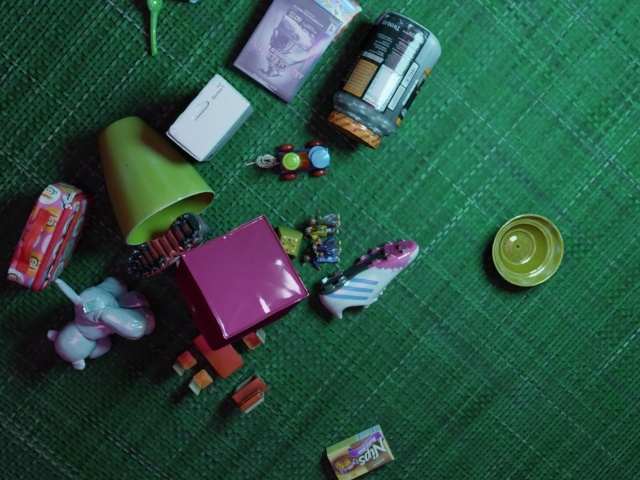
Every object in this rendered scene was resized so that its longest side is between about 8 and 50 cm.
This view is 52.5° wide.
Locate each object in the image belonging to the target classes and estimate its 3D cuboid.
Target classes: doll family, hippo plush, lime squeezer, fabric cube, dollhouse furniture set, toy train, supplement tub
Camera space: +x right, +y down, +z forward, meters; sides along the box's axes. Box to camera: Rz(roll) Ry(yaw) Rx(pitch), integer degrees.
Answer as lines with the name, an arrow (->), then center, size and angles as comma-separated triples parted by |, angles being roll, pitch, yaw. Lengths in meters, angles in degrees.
doll family -> 0.000, 0.000, 1.926 | 0.111, 0.076, 0.193 | -5, 101, -8
hippo plush -> -0.623, 0.257, 1.823 | 0.234, 0.294, 0.237 | 38, 102, 14
lime squeezer -> -0.511, -0.684, 1.819 | 0.109, 0.059, 0.310 | -27, 101, 30
fabric cube -> -0.224, 0.124, 1.770 | 0.259, 0.258, 0.254 | -26, 83, -21
dollhouse furniture set -> -0.268, 0.370, 1.921 | 0.262, 0.135, 0.259 | -37, 98, 1
toy train -> -0.093, -0.224, 1.853 | 0.247, 0.143, 0.105 | -7, 97, -3
supplement tub -> 0.171, -0.440, 1.814 | 0.207, 0.207, 0.338 | 30, 95, -7

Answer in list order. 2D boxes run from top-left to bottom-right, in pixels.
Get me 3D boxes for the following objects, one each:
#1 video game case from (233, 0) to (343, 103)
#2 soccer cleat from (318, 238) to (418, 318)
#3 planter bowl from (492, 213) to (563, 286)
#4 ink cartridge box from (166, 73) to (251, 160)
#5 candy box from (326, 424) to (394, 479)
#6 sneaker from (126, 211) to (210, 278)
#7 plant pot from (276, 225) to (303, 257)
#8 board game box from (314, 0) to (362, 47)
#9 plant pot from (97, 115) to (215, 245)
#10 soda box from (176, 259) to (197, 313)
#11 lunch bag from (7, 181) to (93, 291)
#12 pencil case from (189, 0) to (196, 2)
video game case -> -0.092, -0.558, 1.840 | 0.196, 0.026, 0.274 | 32, 102, -15
soccer cleat -> 0.154, 0.116, 1.944 | 0.331, 0.116, 0.143 | -27, 114, 2
planter bowl -> 0.611, 0.024, 1.964 | 0.217, 0.090, 0.217 | -1, 97, -5
ink cartridge box -> -0.290, -0.323, 1.759 | 0.117, 0.278, 0.201 | 41, 93, -8
candy box -> 0.124, 0.668, 2.030 | 0.186, 0.053, 0.109 | -24, 98, 0
sneaker -> -0.423, 0.020, 1.844 | 0.276, 0.135, 0.098 | -35, 80, 14
plant pot -> -0.096, 0.008, 1.913 | 0.081, 0.083, 0.082 | 14, 95, -6
board game box -> -0.030, -0.698, 1.835 | 0.281, 0.027, 0.145 | 39, 94, -17
plant pot -> -0.484, -0.182, 1.792 | 0.274, 0.275, 0.294 | -32, 84, 0
soda box -> -0.373, 0.126, 1.921 | 0.061, 0.058, 0.182 | -15, 99, -2
lunch bag -> -0.743, -0.014, 1.775 | 0.120, 0.258, 0.293 | 24, 95, -7
pencil case -> -0.398, -0.789, 1.773 | 0.124, 0.113, 0.273 | -36, 100, 23
